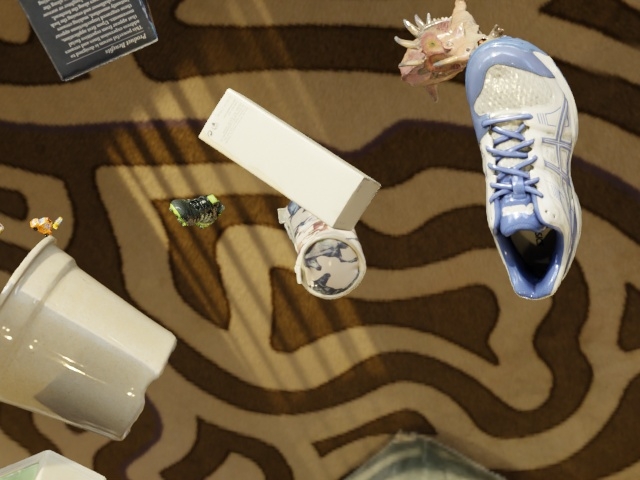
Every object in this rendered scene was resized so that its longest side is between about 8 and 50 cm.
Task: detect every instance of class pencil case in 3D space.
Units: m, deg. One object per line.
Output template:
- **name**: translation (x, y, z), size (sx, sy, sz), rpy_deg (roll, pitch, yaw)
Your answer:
- **pencil case**: translation (0.000, 0.000, 2.106), size (0.183, 0.410, 0.160), rpy_deg (-16, 112, -1)

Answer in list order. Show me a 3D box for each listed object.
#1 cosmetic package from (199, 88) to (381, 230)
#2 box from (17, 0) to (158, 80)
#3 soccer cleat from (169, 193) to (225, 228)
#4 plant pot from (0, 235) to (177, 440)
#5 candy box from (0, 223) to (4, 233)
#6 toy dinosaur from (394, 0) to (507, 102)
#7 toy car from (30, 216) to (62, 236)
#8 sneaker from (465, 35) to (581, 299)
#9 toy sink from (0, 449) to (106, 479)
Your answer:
- **cosmetic package**: translation (-0.055, -0.148, 1.572), size (0.309, 0.160, 0.113), rpy_deg (35, 97, 15)
- **box**: translation (-0.505, -0.568, 1.652), size (0.211, 0.293, 0.396), rpy_deg (-23, 125, -2)
- **soccer cleat**: translation (-0.236, -0.063, 1.620), size (0.072, 0.179, 0.060), rpy_deg (-40, 81, 7)
- **plant pot**: translation (-0.450, 0.209, 1.566), size (0.305, 0.334, 0.334), rpy_deg (29, 124, -7)
- **candy box**: translation (-0.620, 0.085, 1.180), size (0.122, 0.317, 0.268), rpy_deg (43, 147, -12)
- **toy dinosaur**: translation (0.185, -0.297, 1.344), size (0.127, 0.200, 0.296), rpy_deg (45, 155, 2)
- **toy car**: translation (-0.674, -0.048, 2.077), size (0.060, 0.122, 0.040), rpy_deg (38, 100, -14)
- **sneaker**: translation (0.228, -0.071, 0.917), size (0.111, 0.131, 0.297), rpy_deg (-9, 119, 27)
- **toy sink**: translation (-0.447, 0.463, 1.280), size (0.152, 0.234, 0.131), rpy_deg (-25, 132, 31)
